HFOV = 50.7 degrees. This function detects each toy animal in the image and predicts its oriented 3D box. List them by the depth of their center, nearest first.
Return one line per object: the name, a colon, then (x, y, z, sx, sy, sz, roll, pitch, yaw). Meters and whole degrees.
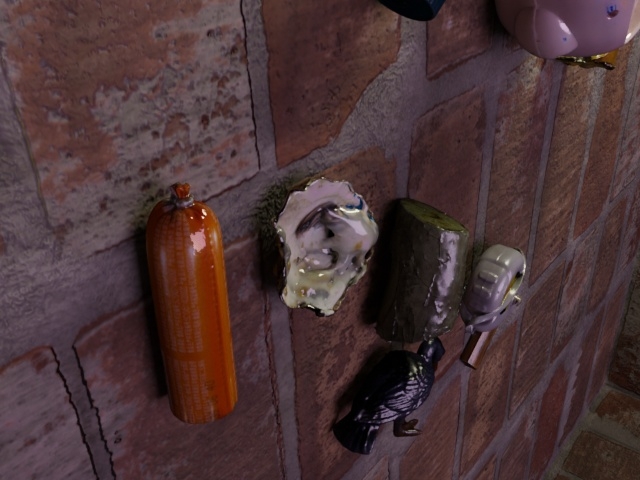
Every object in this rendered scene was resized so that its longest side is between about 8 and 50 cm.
toy animal: (0.149, 0.303, 1.330, 0.298, 0.122, 0.185, -21, 135, -39)

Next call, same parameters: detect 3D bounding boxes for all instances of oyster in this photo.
oyster: (0.000, 0.000, 0.989, 0.214, 0.083, 0.223, -43, 133, -38)

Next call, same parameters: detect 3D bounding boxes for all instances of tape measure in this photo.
tape measure: (0.404, 0.106, 1.568, 0.236, 0.120, 0.197, -29, 136, -50)

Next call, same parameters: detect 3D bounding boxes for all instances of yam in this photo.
yam: (0.186, 0.064, 1.216, 0.154, 0.154, 0.254, -9, 114, -52)

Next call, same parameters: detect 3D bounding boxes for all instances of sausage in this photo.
sausage: (-0.154, 0.073, 0.808, 0.093, 0.093, 0.312, -31, 130, -42)

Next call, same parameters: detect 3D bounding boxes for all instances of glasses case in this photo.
glasses case: (0.420, 0.248, 1.742, 0.170, 0.041, 0.064, -60, 145, -11)

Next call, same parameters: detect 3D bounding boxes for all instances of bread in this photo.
bread: (0.606, -0.426, 1.545, 0.160, 0.140, 0.169, -55, 145, -29)

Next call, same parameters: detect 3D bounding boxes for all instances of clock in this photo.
clock: (0.467, -0.519, 1.192, 0.368, 0.250, 0.376, -62, 146, -9)

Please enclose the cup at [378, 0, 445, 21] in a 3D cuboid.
cup: (0.129, -0.406, 0.919, 0.176, 0.131, 0.155, 26, 90, -27)
